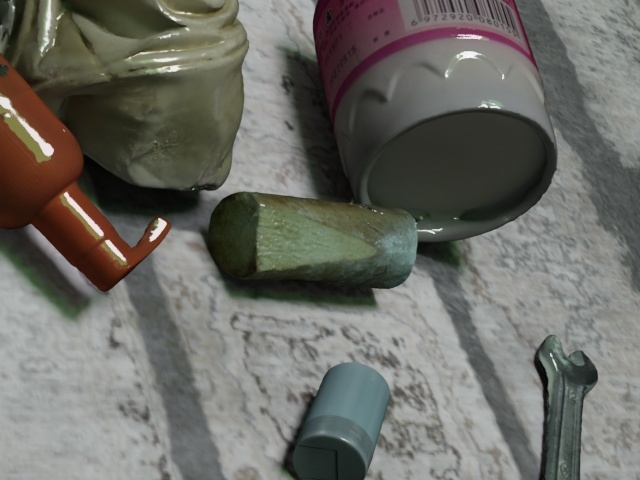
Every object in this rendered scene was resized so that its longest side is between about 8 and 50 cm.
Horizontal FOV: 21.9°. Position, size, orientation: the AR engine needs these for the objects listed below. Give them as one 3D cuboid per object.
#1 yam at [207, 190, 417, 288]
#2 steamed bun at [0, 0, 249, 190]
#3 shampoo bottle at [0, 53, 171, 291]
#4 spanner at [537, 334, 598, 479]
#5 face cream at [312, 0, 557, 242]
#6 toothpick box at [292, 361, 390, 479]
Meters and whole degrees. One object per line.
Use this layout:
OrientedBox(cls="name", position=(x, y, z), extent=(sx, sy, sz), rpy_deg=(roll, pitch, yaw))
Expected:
OrientedBox(cls="yam", position=(0.000, 0.000, 1.216), extent=(0.169, 0.068, 0.068), rpy_deg=(5, 52, -46))
OrientedBox(cls="steamed bun", position=(-0.137, -0.149, 1.146), extent=(0.211, 0.144, 0.218), rpy_deg=(11, 48, -41))
OrientedBox(cls="shampoo bottle", position=(-0.206, -0.067, 1.043), extent=(0.244, 0.085, 0.085), rpy_deg=(46, 34, -3))
OrientedBox(cls="spanner", position=(0.186, 0.182, 1.286), extent=(0.071, 0.017, 0.302), rpy_deg=(35, 36, -18))
OrientedBox(cls="face cream", position=(0.091, -0.122, 1.343), extent=(0.175, 0.175, 0.195), rpy_deg=(22, 42, -33))
OrientedBox(cls="toothpick box", position=(0.015, 0.126, 1.120), extent=(0.052, 0.052, 0.083), rpy_deg=(40, 33, -11))
